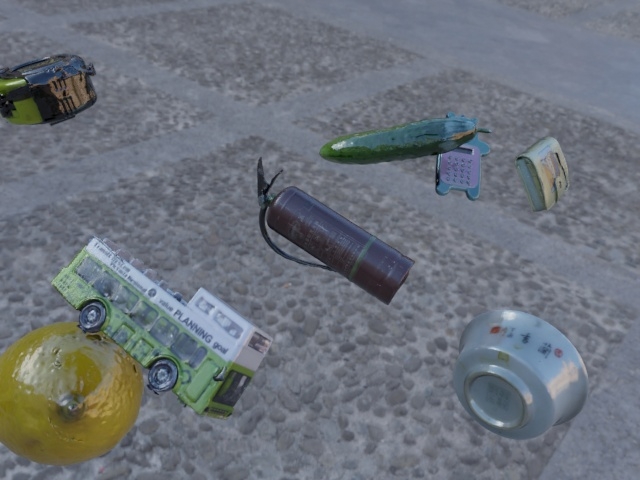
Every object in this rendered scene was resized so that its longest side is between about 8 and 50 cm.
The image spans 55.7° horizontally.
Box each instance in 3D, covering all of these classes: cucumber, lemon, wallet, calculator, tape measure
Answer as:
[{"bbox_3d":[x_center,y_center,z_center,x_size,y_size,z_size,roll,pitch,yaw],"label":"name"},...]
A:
[{"bbox_3d":[0.120,-0.142,0.870,0.250,0.056,0.056,-9,33,9],"label":"cucumber"},{"bbox_3d":[-0.420,0.247,0.991,0.254,0.228,0.228,-1,26,30],"label":"lemon"},{"bbox_3d":[0.400,-0.120,1.076,0.039,0.110,0.155,-16,10,41],"label":"wallet"},{"bbox_3d":[0.213,-0.130,0.925,0.094,0.019,0.141,9,73,-4],"label":"calculator"},{"bbox_3d":[-0.513,-0.274,1.122,0.199,0.112,0.186,-31,33,-26],"label":"tape measure"}]

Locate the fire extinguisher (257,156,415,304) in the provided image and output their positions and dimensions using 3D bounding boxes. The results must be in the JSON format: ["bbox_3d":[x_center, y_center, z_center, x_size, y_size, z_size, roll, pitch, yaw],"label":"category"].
[{"bbox_3d":[0.000,0.000,0.518,0.157,0.078,0.045,33,34,12],"label":"fire extinguisher"}]

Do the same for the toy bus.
[{"bbox_3d":[-0.218,0.107,0.823,0.302,0.113,0.139,32,80,22],"label":"toy bus"}]

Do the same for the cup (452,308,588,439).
[{"bbox_3d":[0.474,0.364,1.532,0.347,0.347,0.163,30,40,28],"label":"cup"}]
